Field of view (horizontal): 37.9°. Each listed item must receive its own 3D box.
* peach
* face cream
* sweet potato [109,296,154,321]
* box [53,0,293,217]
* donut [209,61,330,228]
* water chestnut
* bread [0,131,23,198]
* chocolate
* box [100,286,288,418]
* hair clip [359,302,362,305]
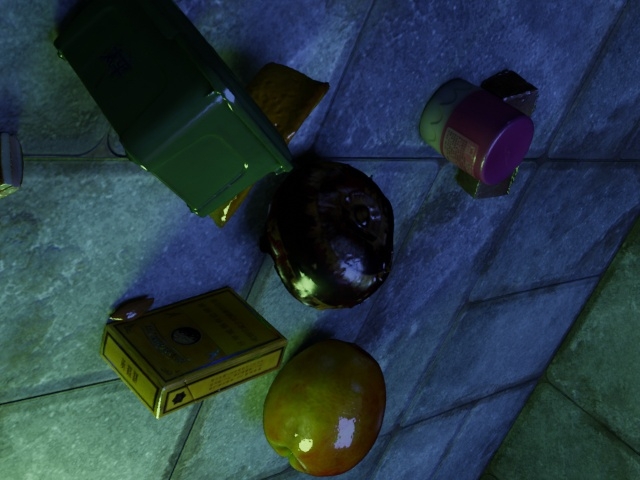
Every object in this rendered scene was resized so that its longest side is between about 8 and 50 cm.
[{"bbox_3d":[0.017,0.391,2.230,0.332,0.307,0.308,-60,152,-17],"label":"peach"},{"bbox_3d":[0.342,-0.241,2.053,0.175,0.195,0.175,-32,143,-29],"label":"face cream"},{"bbox_3d":[-0.344,0.128,1.719,0.095,0.034,0.034,-25,141,-31],"label":"sweet potato"},{"bbox_3d":[-0.208,-0.202,1.292,0.177,0.329,0.253,-39,147,5],"label":"box"},{"bbox_3d":[-0.113,-0.166,1.529,0.303,0.110,0.303,-53,-174,8],"label":"donut"},{"bbox_3d":[0.000,0.000,1.829,0.300,0.300,0.300,-32,144,-27],"label":"water chestnut"},{"bbox_3d":[-0.451,-0.094,1.326,0.043,0.062,0.109,10,112,-54],"label":"bread"},{"bbox_3d":[0.416,-0.239,2.240,0.111,0.112,0.321,-19,138,-29],"label":"chocolate"},{"bbox_3d":[-0.238,0.205,1.781,0.301,0.193,0.084,-17,134,-43],"label":"box"},{"bbox_3d":[0.074,0.017,2.097,0.137,0.090,0.279,-23,134,-36],"label":"hair clip"}]
